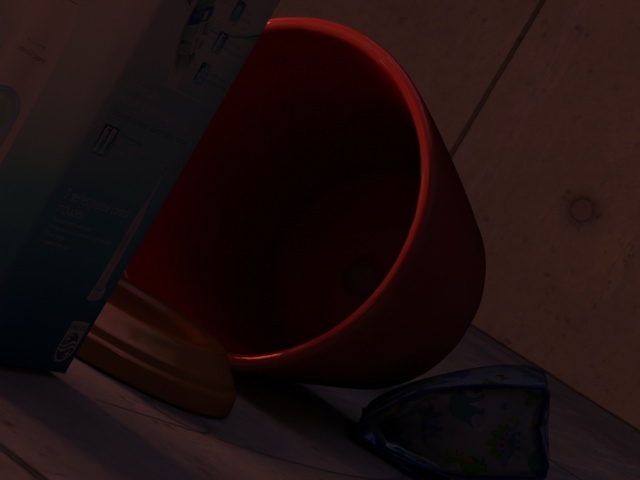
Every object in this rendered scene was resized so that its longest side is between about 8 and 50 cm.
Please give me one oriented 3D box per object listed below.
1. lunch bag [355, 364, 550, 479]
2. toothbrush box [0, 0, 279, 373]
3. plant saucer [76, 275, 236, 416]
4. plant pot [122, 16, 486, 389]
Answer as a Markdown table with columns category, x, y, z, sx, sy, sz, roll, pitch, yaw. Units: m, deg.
| category | x | y | z | sx | sy | sz | roll | pitch | yaw |
| --- | --- | --- | --- | --- | --- | --- | --- | --- | --- |
| lunch bag | 0.106 | 0.147 | 1.491 | 0.151 | 0.096 | 0.129 | 2 | 1 | 5 |
| toothbrush box | -0.174 | -0.108 | 1.032 | 0.216 | 0.295 | 0.126 | 33 | 4 | 21 |
| plant saucer | -0.138 | 0.050 | 1.240 | 0.200 | 0.037 | 0.200 | 31 | 4 | -2 |
| plant pot | 0.002 | -0.003 | 1.481 | 0.275 | 0.275 | 0.243 | 33 | -3 | 29 |
